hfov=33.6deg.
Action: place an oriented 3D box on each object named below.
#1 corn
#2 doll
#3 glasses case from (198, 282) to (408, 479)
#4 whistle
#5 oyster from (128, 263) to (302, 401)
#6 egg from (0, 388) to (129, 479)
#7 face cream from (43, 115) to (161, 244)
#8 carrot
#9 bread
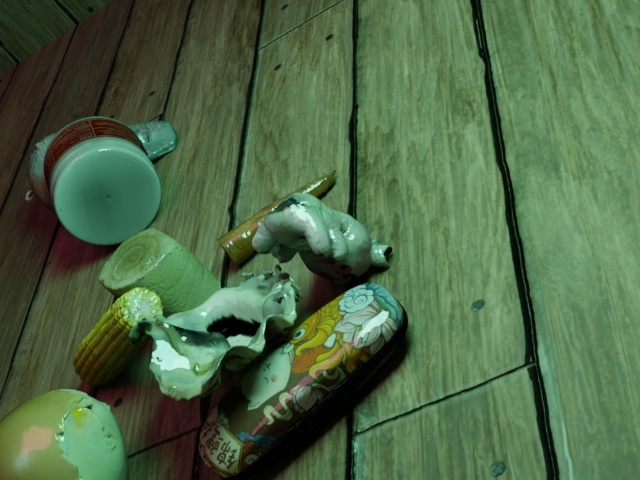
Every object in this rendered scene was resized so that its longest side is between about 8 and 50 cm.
[{"bbox_3d":[-0.315,0.154,1.632,0.248,0.081,0.081,-43,22,48],"label":"corn"},{"bbox_3d":[0.000,0.000,1.471,0.149,0.192,0.095,-3,69,37],"label":"doll"},{"bbox_3d":[-0.024,0.180,1.353,0.321,0.082,0.122,-42,33,0],"label":"glasses case"},{"bbox_3d":[-0.464,-0.169,2.179,0.348,0.189,0.189,-24,34,6],"label":"whistle"},{"bbox_3d":[-0.141,0.126,1.450,0.238,0.114,0.351,-22,4,-20],"label":"oyster"},{"bbox_3d":[-0.373,0.319,1.446,0.244,0.201,0.201,-34,33,14],"label":"egg"},{"bbox_3d":[-0.418,-0.117,2.019,0.201,0.201,0.187,-40,32,2],"label":"face cream"},{"bbox_3d":[-0.062,-0.042,1.701,0.224,0.057,0.057,-35,32,1],"label":"carrot"},{"bbox_3d":[-0.252,0.066,1.679,0.148,0.141,0.134,3,54,47],"label":"bread"}]
